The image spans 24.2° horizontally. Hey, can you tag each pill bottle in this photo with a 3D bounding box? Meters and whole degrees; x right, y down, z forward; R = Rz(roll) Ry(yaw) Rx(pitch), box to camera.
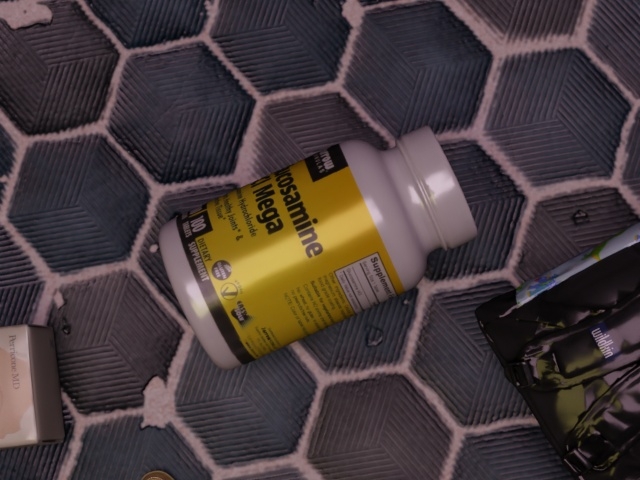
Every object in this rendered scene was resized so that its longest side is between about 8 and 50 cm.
[{"bbox_3d":[0.000,0.000,1.701,0.334,0.188,0.188,-25,83,2],"label":"pill bottle"}]

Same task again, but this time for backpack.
[{"bbox_3d":[0.404,0.092,1.643,0.355,0.273,0.290,-39,79,22],"label":"backpack"}]

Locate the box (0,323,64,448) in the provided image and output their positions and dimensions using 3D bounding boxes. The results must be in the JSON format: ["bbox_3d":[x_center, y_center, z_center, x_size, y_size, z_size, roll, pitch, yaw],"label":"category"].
[{"bbox_3d":[-0.471,0.186,1.758,0.311,0.121,0.148,-8,83,4],"label":"box"}]

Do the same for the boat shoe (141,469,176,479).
[{"bbox_3d":[-0.174,0.344,1.752,0.056,0.048,0.153,-17,83,3],"label":"boat shoe"}]
